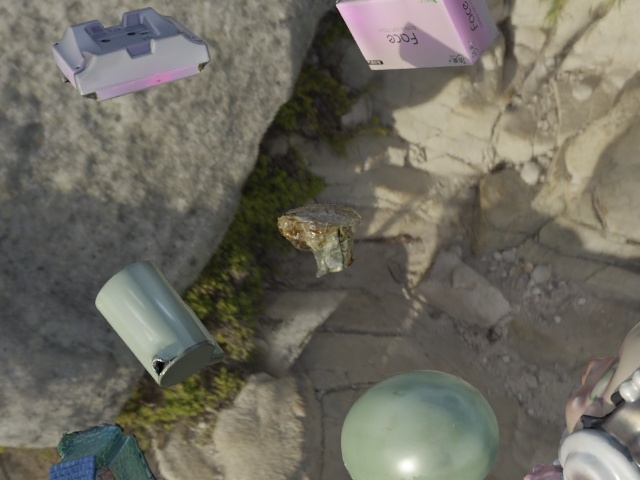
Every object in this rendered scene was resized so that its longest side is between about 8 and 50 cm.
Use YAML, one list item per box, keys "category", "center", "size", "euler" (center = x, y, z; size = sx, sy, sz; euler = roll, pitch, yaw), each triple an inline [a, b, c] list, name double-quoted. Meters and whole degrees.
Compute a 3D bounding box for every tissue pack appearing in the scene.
- category: "tissue pack"
  center: [0.159, -0.379, 1.465]
  size: [0.246, 0.148, 0.092]
  euler: [11, 52, 50]

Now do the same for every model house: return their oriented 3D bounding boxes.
- category: "model house"
  center: [-0.312, 0.348, 1.179]
  size: [0.119, 0.148, 0.148]
  euler: [-16, 103, 12]

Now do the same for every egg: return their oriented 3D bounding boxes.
- category: "egg"
  center: [0.145, 0.299, 1.294]
  size: [0.283, 0.203, 0.203]
  euler: [-26, 61, 51]

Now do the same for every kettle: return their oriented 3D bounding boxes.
- category: "kettle"
  center: [-0.214, 0.116, 1.148]
  size: [0.098, 0.127, 0.148]
  euler: [-38, 71, -11]

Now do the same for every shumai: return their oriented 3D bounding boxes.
- category: "shumai"
  center: [0.003, 0.000, 1.386]
  size: [0.146, 0.145, 0.116]
  euler: [0, 97, 14]

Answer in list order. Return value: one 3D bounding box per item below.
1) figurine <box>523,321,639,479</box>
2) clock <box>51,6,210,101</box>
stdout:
- category: "figurine"
  center: [0.312, 0.187, 0.749]
  size: [0.211, 0.253, 0.361]
  euler: [35, 129, 12]
- category: "clock"
  center: [-0.343, -0.337, 1.535]
  size: [0.253, 0.083, 0.186]
  euler: [-21, 37, -21]
